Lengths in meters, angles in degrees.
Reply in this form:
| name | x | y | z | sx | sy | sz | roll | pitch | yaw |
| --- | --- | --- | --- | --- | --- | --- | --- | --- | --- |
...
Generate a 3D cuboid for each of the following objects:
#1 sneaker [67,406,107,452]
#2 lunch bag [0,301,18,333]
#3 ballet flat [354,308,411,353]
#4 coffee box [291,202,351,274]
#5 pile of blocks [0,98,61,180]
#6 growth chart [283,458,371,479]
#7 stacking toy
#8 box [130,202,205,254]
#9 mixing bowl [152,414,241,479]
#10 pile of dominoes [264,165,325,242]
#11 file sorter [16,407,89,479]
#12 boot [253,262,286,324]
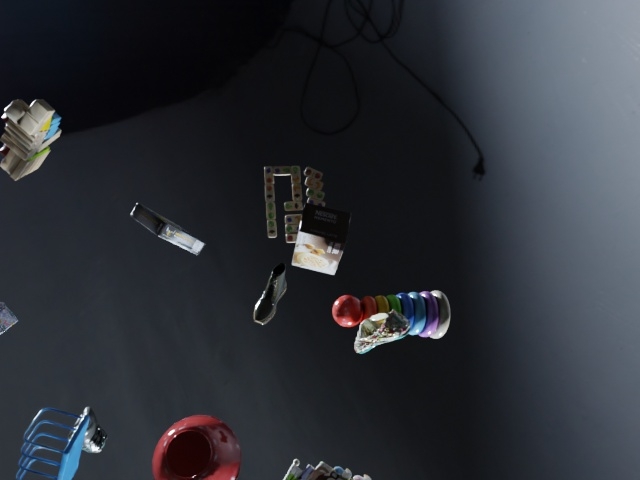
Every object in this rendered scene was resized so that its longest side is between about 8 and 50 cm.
| name | x | y | z | sx | sy | sz | roll | pitch | yaw |
| --- | --- | --- | --- | --- | --- | --- | --- | --- | --- |
| sneaker | -0.673 | 0.563 | 1.841 | 0.106 | 0.101 | 0.267 | 31 | 149 | -6 |
| lunch bag | -0.799 | 0.187 | 1.539 | 0.083 | 0.053 | 0.071 | 53 | -171 | -11 |
| ballet flat | 0.150 | 0.234 | 1.652 | 0.077 | 0.091 | 0.241 | 50 | 142 | -3 |
| coffee box | 0.000 | 0.000 | 1.850 | 0.246 | 0.141 | 0.098 | 108 | 175 | -64 |
| pile of blocks | -0.795 | -0.304 | 1.696 | 0.112 | 0.149 | 0.362 | 43 | 142 | -9 |
| growth chart | 0.019 | 0.582 | 1.445 | 0.237 | 0.172 | 0.021 | 12 | 119 | 12 |
| stacking toy | 0.195 | 0.202 | 1.791 | 0.141 | 0.330 | 0.141 | -174 | 90 | -75 |
| box | -0.560 | -0.040 | 2.308 | 0.183 | 0.231 | 0.056 | 31 | 87 | 34 |
| mixing bowl | -0.249 | 0.425 | 1.227 | 0.181 | 0.181 | 0.098 | 55 | 165 | 22 |
| pile of dominoes | -0.080 | -0.120 | 2.037 | 0.040 | 0.196 | 0.251 | -145 | 52 | -84 |
| file sorter | -0.594 | 0.473 | 1.379 | 0.118 | 0.104 | 0.170 | -85 | 15 | -65 |
| boot | -0.178 | 0.181 | 2.183 | 0.077 | 0.198 | 0.137 | 18 | 142 | 8 |
